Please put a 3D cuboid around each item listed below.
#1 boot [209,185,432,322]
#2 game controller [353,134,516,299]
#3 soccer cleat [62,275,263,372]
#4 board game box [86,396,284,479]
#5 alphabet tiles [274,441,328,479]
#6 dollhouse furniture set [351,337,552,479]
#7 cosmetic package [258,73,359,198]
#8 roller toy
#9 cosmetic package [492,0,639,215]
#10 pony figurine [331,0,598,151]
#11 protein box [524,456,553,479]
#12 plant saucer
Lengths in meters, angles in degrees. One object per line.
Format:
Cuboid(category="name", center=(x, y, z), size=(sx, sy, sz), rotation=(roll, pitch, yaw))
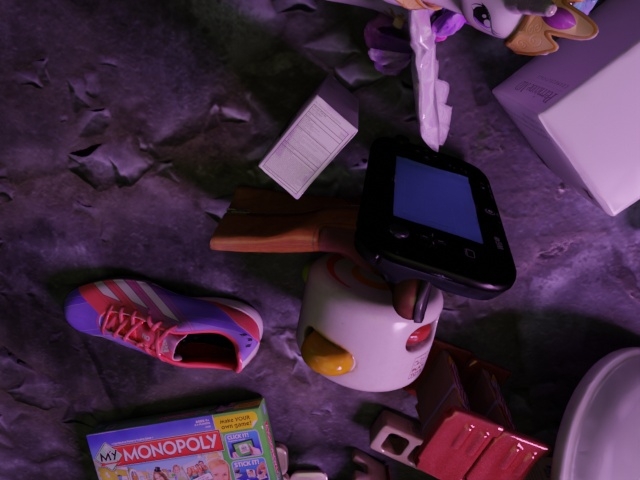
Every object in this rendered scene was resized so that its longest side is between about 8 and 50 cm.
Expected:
Cuboid(category="boot", center=(0.000, 0.000, 0.713), size=(0.280, 0.264, 0.096), rotation=(6, 126, 0))
Cuboid(category="game controller", center=(0.130, -0.043, 0.657), size=(0.166, 0.319, 0.067), rotation=(10, 121, 3))
Cuboid(category="soccer cleat", center=(-0.250, 0.132, 0.857), size=(0.318, 0.116, 0.109), rotation=(10, 112, 0))
Cuboid(category="board game box", center=(-0.229, 0.404, 0.975), size=(0.317, 0.046, 0.214), rotation=(-12, 98, 9))
Cuboid(category="alphabet tiles", center=(-0.120, 0.503, 1.018), size=(0.277, 0.021, 0.284), rotation=(-2, 101, 4))
Cuboid(category="dollhouse furniture set", center=(0.161, 0.363, 0.876), size=(0.152, 0.201, 0.374), rotation=(26, 110, -6))
Cuboid(category="cosmetic package", center=(-0.006, -0.136, 0.671), size=(0.060, 0.239, 0.099), rotation=(41, 108, -11))
Cuboid(category="roller toy", center=(0.066, 0.113, 0.786), size=(0.191, 0.209, 0.146), rotation=(9, 113, -8))
Cuboid(category="cosmetic package", center=(0.413, -0.222, 0.626), size=(0.385, 0.217, 0.156), rotation=(-37, 105, 14))
Cuboid(category="pony figurine", center=(0.100, -0.265, 0.592), size=(0.363, 0.351, 0.303), rotation=(28, 108, 13))
Cuboid(category="protein box", center=(0.334, 0.470, 0.907), size=(0.201, 0.200, 0.136), rotation=(4, 112, 2))
Cuboid(category="plant saucer", center=(0.486, 0.353, 0.777), size=(0.400, 0.100, 0.401), rotation=(4, 81, -30))
